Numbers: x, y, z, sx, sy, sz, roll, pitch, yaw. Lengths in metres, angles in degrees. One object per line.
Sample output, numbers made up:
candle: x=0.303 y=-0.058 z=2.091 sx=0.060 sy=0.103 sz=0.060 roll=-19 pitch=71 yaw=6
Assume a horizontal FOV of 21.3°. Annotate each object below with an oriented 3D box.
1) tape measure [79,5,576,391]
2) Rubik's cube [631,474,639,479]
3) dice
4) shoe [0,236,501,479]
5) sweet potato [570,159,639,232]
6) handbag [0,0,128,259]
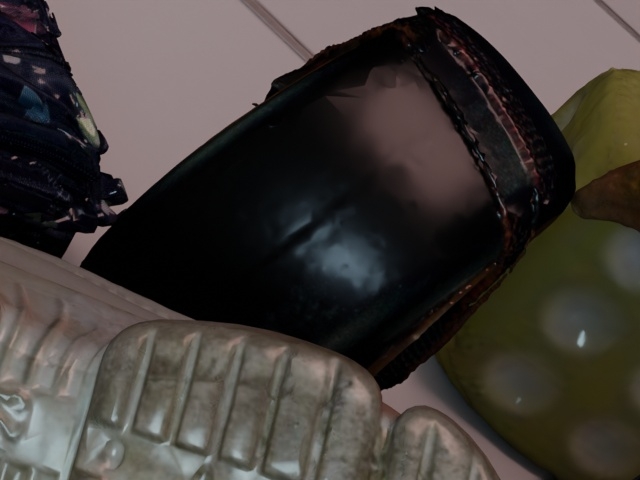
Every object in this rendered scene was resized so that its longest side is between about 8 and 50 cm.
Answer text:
tape measure: x=0.000 y=0.000 z=0.708 sx=0.135 sy=0.223 sz=0.202 roll=52 pitch=33 yaw=6
Rubik's cube: x=0.181 y=0.194 z=0.559 sx=0.264 sy=0.319 sz=0.319 roll=-8 pitch=46 yaw=-12
dice: x=0.169 y=0.023 z=0.917 sx=0.166 sy=0.169 sz=0.169 roll=35 pitch=29 yaw=-6
shoe: x=-0.116 y=0.084 z=0.536 sx=0.351 sy=0.172 sz=0.198 roll=22 pitch=-8 yaw=5
sweet potato: x=0.231 y=0.005 z=0.589 sx=0.354 sy=0.106 sz=0.095 roll=29 pitch=-36 yaw=57
handbag: x=-0.192 y=-0.068 z=0.692 sx=0.260 sy=0.113 sz=0.162 roll=15 pitch=44 yaw=-49
